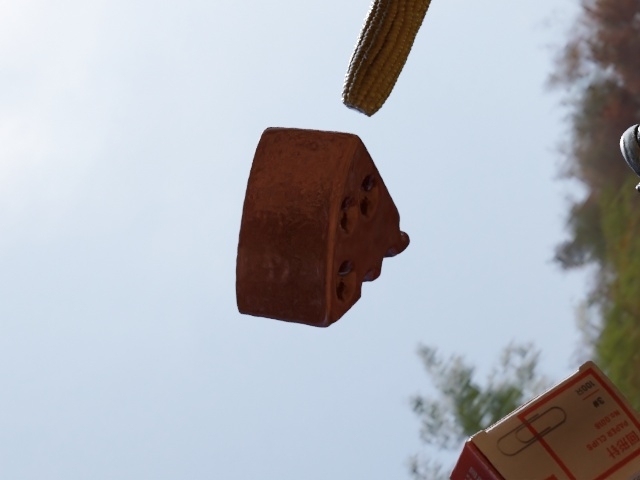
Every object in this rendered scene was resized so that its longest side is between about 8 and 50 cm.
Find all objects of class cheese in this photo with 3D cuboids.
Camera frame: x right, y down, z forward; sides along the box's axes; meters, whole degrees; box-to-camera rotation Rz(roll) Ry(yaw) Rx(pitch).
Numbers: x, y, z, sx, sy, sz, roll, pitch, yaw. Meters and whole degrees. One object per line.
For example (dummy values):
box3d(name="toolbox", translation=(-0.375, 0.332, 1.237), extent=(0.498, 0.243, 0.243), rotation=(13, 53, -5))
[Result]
box3d(name="cheese", translation=(-0.013, 0.009, 1.540), extent=(0.128, 0.203, 0.177), rotation=(9, -120, 27))

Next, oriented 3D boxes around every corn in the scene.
box3d(name="corn", translation=(0.089, -0.278, 2.024), extent=(0.080, 0.080, 0.231), rotation=(23, -100, -4))

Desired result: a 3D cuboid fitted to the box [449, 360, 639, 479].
box3d(name="box", translation=(0.247, 0.229, 1.523), extent=(0.182, 0.099, 0.133), rotation=(-26, -116, -26))

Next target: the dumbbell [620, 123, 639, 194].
box3d(name="dumbbell", translation=(0.633, -0.213, 2.314), extent=(0.179, 0.406, 0.179), rotation=(25, -145, -19))
